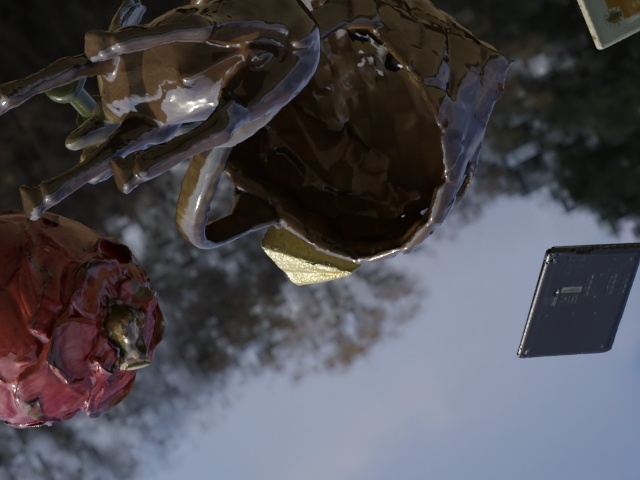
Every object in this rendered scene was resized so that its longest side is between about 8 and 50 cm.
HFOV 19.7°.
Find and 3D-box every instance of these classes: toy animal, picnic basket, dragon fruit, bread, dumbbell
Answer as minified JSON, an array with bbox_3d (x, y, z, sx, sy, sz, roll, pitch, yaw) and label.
[{"bbox_3d":[-0.071,-0.071,0.877,0.214,0.093,0.186,-13,-163,47],"label":"toy animal"},{"bbox_3d":[-0.028,-0.115,1.768,0.337,0.337,0.293,-43,164,-49],"label":"picnic basket"},{"bbox_3d":[-0.356,0.096,2.243,0.343,0.277,0.277,7,-153,21],"label":"dragon fruit"},{"bbox_3d":[0.000,0.000,2.094,0.109,0.080,0.084,-13,-143,41],"label":"bread"},{"bbox_3d":[-0.273,-0.161,2.103,0.046,0.118,0.052,11,-107,20],"label":"dumbbell"}]

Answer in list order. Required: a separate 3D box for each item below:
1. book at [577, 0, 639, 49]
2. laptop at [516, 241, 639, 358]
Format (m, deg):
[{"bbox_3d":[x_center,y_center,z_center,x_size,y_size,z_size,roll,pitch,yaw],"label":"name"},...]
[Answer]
[{"bbox_3d":[0.318,-0.373,1.897,0.208,0.295,0.020,-27,-167,-13],"label":"book"},{"bbox_3d":[0.316,0.075,2.252,0.129,0.180,0.016,-3,-138,-15],"label":"laptop"}]
